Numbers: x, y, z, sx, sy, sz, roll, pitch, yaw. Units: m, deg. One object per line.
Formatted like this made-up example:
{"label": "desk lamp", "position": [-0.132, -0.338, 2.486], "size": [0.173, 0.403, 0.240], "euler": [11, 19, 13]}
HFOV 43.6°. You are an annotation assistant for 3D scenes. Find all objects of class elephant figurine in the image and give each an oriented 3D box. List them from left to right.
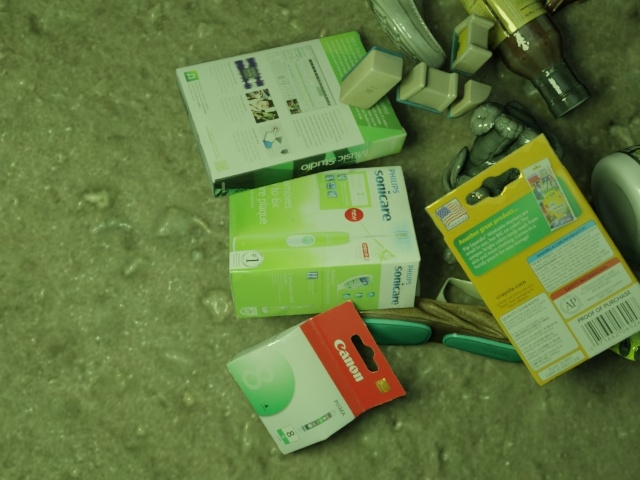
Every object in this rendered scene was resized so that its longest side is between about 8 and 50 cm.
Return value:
{"label": "elephant figurine", "position": [0.269, -0.099, 1.319], "size": [0.169, 0.186, 0.239], "euler": [47, 121, 34]}

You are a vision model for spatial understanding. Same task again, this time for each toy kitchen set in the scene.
{"label": "toy kitchen set", "position": [0.154, -0.287, 1.271], "size": [0.207, 0.122, 0.166], "euler": [14, 71, -20]}

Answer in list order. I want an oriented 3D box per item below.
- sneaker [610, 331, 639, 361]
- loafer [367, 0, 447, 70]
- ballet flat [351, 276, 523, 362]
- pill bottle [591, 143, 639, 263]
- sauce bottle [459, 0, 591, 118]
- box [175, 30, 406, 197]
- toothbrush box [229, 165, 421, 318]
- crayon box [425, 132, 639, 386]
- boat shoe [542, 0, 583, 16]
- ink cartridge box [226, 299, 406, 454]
{"label": "sneaker", "position": [0.426, 0.099, 1.318], "size": [0.295, 0.123, 0.109], "euler": [39, 97, 21]}
{"label": "loafer", "position": [0.131, -0.430, 1.367], "size": [0.111, 0.112, 0.319], "euler": [-33, 84, 3]}
{"label": "ballet flat", "position": [0.191, 0.116, 1.312], "size": [0.342, 0.116, 0.124], "euler": [7, 63, -1]}
{"label": "pill bottle", "position": [0.635, -0.101, 1.304], "size": [0.334, 0.188, 0.188], "euler": [-20, 84, -4]}
{"label": "sauce bottle", "position": [0.334, -0.365, 1.367], "size": [0.111, 0.111, 0.344], "euler": [-32, 86, -5]}
{"label": "box", "position": [-0.051, -0.212, 1.305], "size": [0.322, 0.058, 0.232], "euler": [-15, 64, -11]}
{"label": "toothbrush box", "position": [0.000, 0.000, 1.263], "size": [0.283, 0.122, 0.206], "euler": [-2, 48, -3]}
{"label": "crayon box", "position": [0.327, 0.026, 1.195], "size": [0.203, 0.083, 0.323], "euler": [-33, 95, 12]}
{"label": "boat shoe", "position": [0.456, -0.450, 1.403], "size": [0.060, 0.064, 0.178], "euler": [43, 81, 6]}
{"label": "ink cartridge box", "position": [-0.008, 0.218, 1.248], "size": [0.225, 0.056, 0.181], "euler": [-27, 100, 25]}
